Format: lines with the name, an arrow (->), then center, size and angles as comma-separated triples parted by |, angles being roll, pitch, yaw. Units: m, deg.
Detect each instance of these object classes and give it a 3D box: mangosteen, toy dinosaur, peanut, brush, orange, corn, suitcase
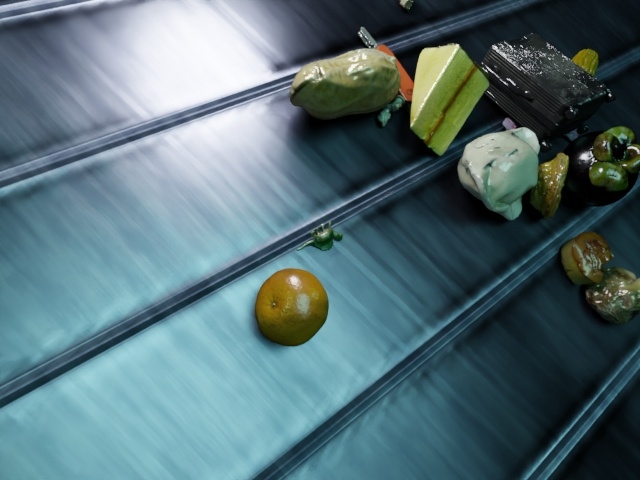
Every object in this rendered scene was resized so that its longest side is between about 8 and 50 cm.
mangosteen -> 0.811, -0.212, 1.196 | 0.242, 0.243, 0.243 | 6, 70, -16
toy dinosaur -> 0.001, 0.000, 0.974 | 0.119, 0.029, 0.061 | -34, 101, -23
peanut -> 0.067, -0.392, 1.055 | 0.339, 0.174, 0.159 | -23, 124, -20
brush -> 0.204, -0.482, 1.188 | 0.070, 0.051, 0.324 | -32, 84, -23
orange -> -0.056, 0.136, 0.846 | 0.136, 0.158, 0.159 | 24, 58, -55
corn -> 0.868, -0.549, 1.404 | 0.106, 0.106, 0.305 | 37, 60, -3
suitcase -> 0.651, -0.452, 1.239 | 0.229, 0.152, 0.335 | -24, 64, -26

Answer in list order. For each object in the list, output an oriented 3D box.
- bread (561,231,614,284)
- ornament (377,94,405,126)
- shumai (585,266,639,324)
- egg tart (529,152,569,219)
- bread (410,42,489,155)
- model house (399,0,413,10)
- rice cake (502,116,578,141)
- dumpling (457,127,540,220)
bread -> 0.747, 0.043, 1.169 | 0.156, 0.086, 0.125 | -41, 86, -26
ornament -> 0.192, -0.363, 1.143 | 0.092, 0.068, 0.041 | -37, 118, 12
shumai -> 0.856, 0.146, 1.140 | 0.209, 0.153, 0.162 | -1, 79, -22
egg tart -> 0.642, -0.153, 1.172 | 0.074, 0.191, 0.191 | 12, 65, 20
bread -> 0.319, -0.397, 1.175 | 0.167, 0.163, 0.264 | 32, 92, -32
model house -> 0.271, -0.776, 1.316 | 0.058, 0.057, 0.083 | -7, 52, -47
rice cake -> 0.710, -0.356, 1.312 | 0.289, 0.051, 0.081 | -3, 73, -19
dumpling -> 0.487, -0.168, 1.135 | 0.318, 0.187, 0.243 | -43, 121, -30
